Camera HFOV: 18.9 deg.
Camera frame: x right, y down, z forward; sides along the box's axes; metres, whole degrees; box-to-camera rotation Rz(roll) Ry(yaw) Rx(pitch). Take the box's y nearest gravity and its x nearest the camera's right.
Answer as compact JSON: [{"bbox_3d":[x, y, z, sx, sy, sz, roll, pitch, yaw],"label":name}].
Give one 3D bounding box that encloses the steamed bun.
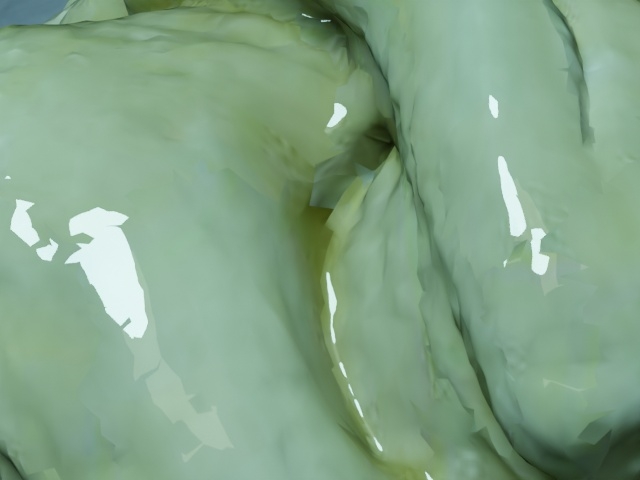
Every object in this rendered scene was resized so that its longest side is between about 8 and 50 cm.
[{"bbox_3d":[0.004,0.002,0.524,0.325,0.230,0.372,-8,40,24],"label":"steamed bun"}]
